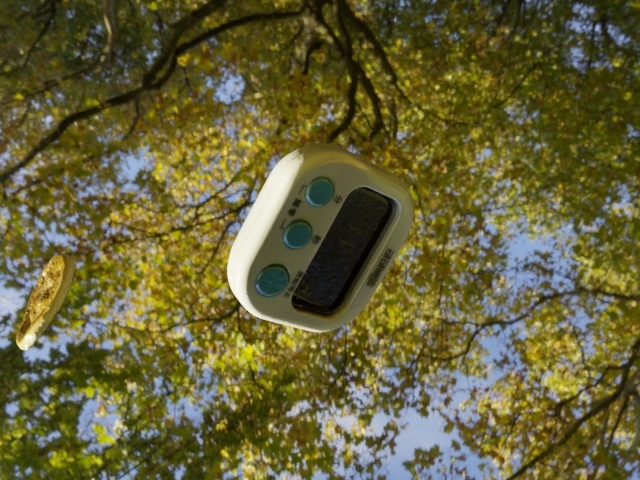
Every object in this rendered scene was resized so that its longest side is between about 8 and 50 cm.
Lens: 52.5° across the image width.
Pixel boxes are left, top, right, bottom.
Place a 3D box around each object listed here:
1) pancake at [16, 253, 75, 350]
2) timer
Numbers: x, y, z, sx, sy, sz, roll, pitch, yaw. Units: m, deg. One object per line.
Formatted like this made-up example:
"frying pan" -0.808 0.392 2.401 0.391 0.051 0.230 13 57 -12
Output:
"pancake" -0.412 0.090 0.966 0.028 0.158 0.158 29 -141 -30
"timer" 0.000 0.000 0.920 0.237 0.262 0.087 20 -166 -39
